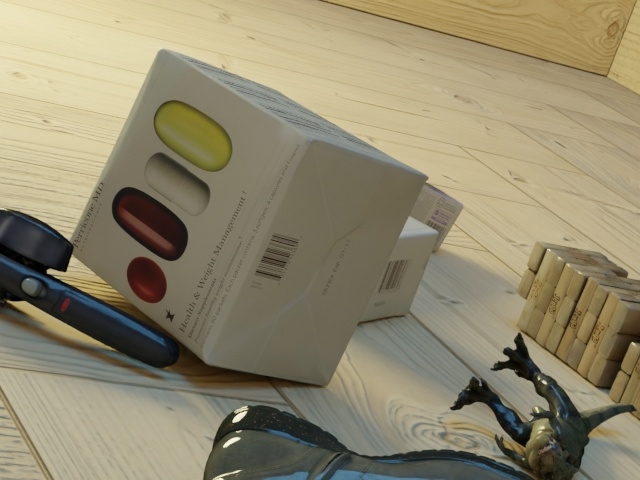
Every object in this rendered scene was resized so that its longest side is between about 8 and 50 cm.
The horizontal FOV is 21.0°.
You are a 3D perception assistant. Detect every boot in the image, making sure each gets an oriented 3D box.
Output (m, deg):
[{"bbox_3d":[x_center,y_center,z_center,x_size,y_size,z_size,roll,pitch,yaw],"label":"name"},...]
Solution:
[{"bbox_3d":[0.031,0.190,1.068,0.246,0.083,0.161,14,22,1],"label":"boot"}]

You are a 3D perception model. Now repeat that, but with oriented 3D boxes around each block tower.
[{"bbox_3d":[0.320,0.112,1.637,0.097,0.091,0.335,8,19,-33],"label":"block tower"}]

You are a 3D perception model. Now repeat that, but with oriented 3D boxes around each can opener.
[{"bbox_3d":[-0.190,0.046,1.309,0.186,0.073,0.059,32,9,10],"label":"can opener"}]

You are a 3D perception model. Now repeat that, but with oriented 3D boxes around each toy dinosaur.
[{"bbox_3d":[0.182,0.142,1.426,0.118,0.064,0.268,38,19,12],"label":"toy dinosaur"}]

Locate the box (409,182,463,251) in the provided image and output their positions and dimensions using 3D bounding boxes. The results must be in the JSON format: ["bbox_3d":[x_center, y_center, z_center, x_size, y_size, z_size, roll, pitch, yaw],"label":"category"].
[{"bbox_3d":[0.031,-0.069,1.815,0.063,0.067,0.324,34,7,41],"label":"box"}]

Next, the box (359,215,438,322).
[{"bbox_3d":[0.000,0.000,1.630,0.170,0.091,0.130,28,18,29],"label":"box"}]

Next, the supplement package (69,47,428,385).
[{"bbox_3d":[-0.063,-0.020,1.396,0.149,0.194,0.203,16,12,-47],"label":"supplement package"}]
